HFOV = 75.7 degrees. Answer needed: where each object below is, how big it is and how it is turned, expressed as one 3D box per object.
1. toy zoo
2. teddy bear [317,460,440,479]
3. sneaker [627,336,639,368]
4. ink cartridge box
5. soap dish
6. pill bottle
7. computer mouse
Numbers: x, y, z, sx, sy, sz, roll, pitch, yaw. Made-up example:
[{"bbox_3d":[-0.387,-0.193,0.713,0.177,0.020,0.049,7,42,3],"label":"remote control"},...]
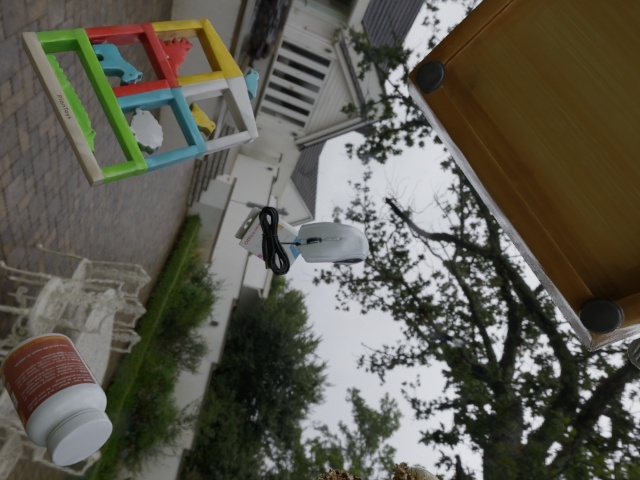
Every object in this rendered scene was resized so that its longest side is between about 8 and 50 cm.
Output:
[{"bbox_3d":[-0.213,-0.208,0.582,0.030,0.293,0.193,-16,-80,54],"label":"toy zoo"},{"bbox_3d":[0.110,0.427,0.607,0.337,0.245,0.113,-33,-156,39],"label":"teddy bear"},{"bbox_3d":[0.943,0.271,0.997,0.320,0.127,0.126,-11,-116,37],"label":"sneaker"},{"bbox_3d":[-0.113,-0.006,0.942,0.092,0.143,0.090,-54,-172,7],"label":"ink cartridge box"},{"bbox_3d":[0.216,-0.088,0.298,0.228,0.118,0.291,-39,-107,32],"label":"soap dish"},{"bbox_3d":[-0.455,0.271,0.715,0.216,0.121,0.121,36,-66,31],"label":"pill bottle"},{"bbox_3d":[0.000,0.000,0.655,0.042,0.192,0.106,142,-56,-60],"label":"computer mouse"}]
